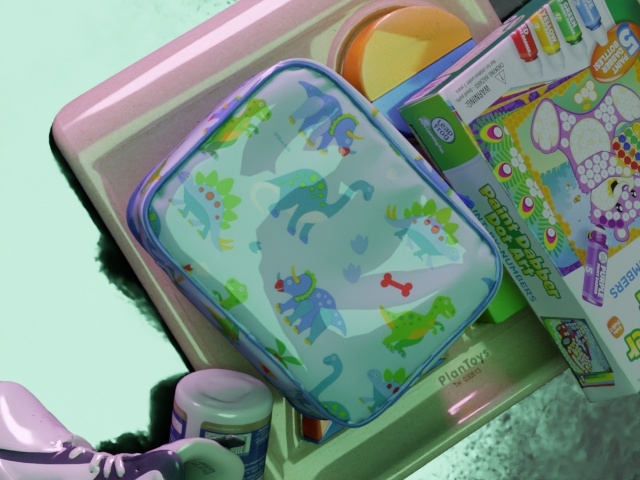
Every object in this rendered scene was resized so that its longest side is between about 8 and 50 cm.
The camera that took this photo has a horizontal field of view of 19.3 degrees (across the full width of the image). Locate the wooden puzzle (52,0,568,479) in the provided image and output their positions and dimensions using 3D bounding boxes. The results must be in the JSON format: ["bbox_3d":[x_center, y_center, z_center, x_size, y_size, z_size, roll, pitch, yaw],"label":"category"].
[{"bbox_3d":[0.034,-0.022,1.320,0.322,0.080,0.348,-32,92,-12],"label":"wooden puzzle"}]

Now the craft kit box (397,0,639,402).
[{"bbox_3d":[0.208,-0.057,1.319,0.250,0.061,0.246,-41,104,-33],"label":"craft kit box"}]

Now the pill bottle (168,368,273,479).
[{"bbox_3d":[-0.071,0.153,1.273,0.067,0.067,0.120,4,113,-11],"label":"pill bottle"}]

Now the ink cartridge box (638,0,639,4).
[{"bbox_3d":[0.388,-0.062,1.332,0.207,0.119,0.353,-26,90,-47],"label":"ink cartridge box"}]

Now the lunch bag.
[{"bbox_3d":[0.000,0.000,1.229,0.219,0.090,0.176,45,80,-9],"label":"lunch bag"}]

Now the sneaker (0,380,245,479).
[{"bbox_3d":[-0.122,0.150,1.215,0.153,0.094,0.235,-44,57,14],"label":"sneaker"}]
